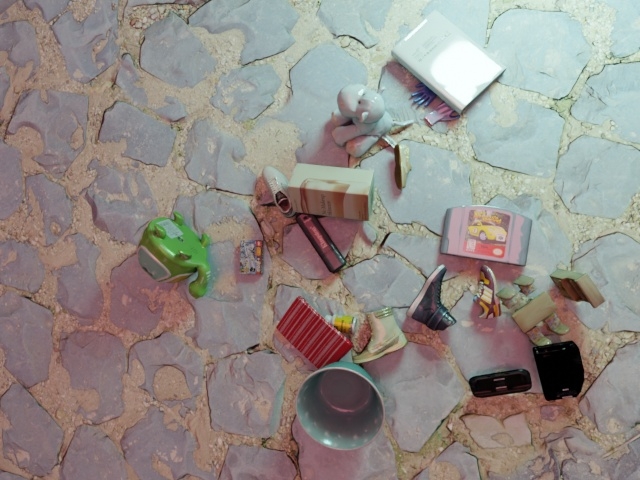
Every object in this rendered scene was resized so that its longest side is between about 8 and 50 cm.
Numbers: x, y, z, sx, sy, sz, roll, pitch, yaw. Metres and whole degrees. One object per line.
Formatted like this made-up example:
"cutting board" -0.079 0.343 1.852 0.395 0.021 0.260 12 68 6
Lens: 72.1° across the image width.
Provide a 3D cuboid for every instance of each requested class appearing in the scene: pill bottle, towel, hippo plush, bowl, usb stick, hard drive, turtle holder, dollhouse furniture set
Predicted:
"pill bottle" 0.075 0.311 1.649 0.116 0.065 0.065 7 88 14
"towel" -0.026 0.359 1.656 0.275 0.031 0.199 41 119 13
"hippo plush" 0.153 -0.435 1.598 0.294 0.236 0.234 31 93 13
"bowl" 0.078 0.559 1.561 0.312 0.163 0.311 2 101 10
"usb stick" 0.000 0.000 1.698 0.077 0.045 0.278 -36 79 9
"hard drive" 0.470 -0.664 1.628 0.233 0.047 0.353 -43 78 -3
"turtle holder" -0.572 0.064 1.749 0.320 0.243 0.227 33 113 -26
"dollhouse furniture set" 0.752 0.209 1.433 0.242 0.161 0.212 -36 93 1

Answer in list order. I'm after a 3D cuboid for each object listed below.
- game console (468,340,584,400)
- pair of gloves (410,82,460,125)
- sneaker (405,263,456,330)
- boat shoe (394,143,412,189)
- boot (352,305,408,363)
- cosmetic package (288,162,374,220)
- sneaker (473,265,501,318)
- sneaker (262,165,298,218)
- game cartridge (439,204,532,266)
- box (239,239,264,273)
"game console" 0.683 0.456 1.474 0.361 0.044 0.213 -16 113 17
"pair of gloves" 0.444 -0.526 1.650 0.159 0.023 0.198 -32 79 9
"sneaker" 0.429 0.213 1.559 0.163 0.086 0.226 33 103 23
"boat shoe" 0.313 -0.276 1.641 0.059 0.063 0.170 -5 98 -16
"boot" 0.192 0.348 1.615 0.213 0.077 0.165 -24 82 5
"cosmetic package" 0.045 -0.179 1.630 0.296 0.153 0.129 7 55 14
"sneaker" 0.576 0.183 1.545 0.084 0.069 0.185 -12 83 6
"sneaker" -0.163 -0.198 1.725 0.090 0.095 0.235 -33 78 10
"game cartridge" 0.589 -0.025 1.568 0.294 0.060 0.196 9 84 13
"box" -0.275 0.067 1.764 0.094 0.027 0.137 0 86 14
